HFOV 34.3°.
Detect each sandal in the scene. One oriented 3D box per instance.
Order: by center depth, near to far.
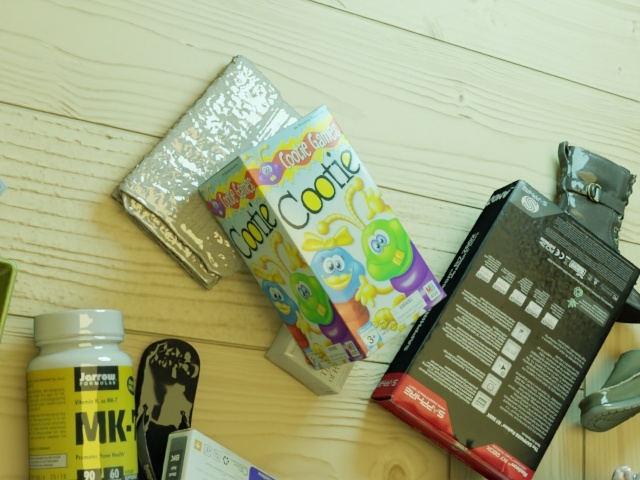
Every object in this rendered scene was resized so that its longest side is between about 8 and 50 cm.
[{"bbox_3d":[-0.187,0.242,1.230,0.097,0.054,0.254,6,77,-28],"label":"sandal"}]

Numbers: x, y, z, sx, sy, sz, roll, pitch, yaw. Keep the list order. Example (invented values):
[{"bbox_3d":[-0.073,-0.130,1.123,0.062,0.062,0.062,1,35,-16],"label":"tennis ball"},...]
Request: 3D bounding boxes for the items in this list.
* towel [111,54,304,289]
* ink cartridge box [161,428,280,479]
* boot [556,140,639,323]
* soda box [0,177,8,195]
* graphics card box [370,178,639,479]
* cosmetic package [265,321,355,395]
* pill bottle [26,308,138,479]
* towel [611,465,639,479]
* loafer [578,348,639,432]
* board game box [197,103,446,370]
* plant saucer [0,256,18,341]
[{"bbox_3d":[-0.119,-0.092,1.339,0.187,0.049,0.282,44,62,-16],"label":"towel"},{"bbox_3d":[-0.108,0.351,1.190,0.206,0.045,0.208,41,41,-40],"label":"ink cartridge box"},{"bbox_3d":[0.454,-0.012,1.623,0.263,0.091,0.229,31,67,-18],"label":"boot"},{"bbox_3d":[-0.429,-0.112,1.097,0.069,0.074,0.216,-60,138,-36],"label":"soda box"},{"bbox_3d":[0.261,0.128,1.441,0.233,0.094,0.371,35,74,-8],"label":"graphics card box"},{"bbox_3d":[0.029,0.079,1.382,0.099,0.060,0.239,37,65,-18],"label":"cosmetic package"},{"bbox_3d":[-0.267,0.186,1.160,0.119,0.119,0.208,0,80,-29],"label":"pill bottle"},{"bbox_3d":[0.414,0.481,1.411,0.053,0.317,0.332,4,74,16],"label":"towel"},{"bbox_3d":[0.474,0.222,1.600,0.251,0.094,0.087,-12,62,-40],"label":"loafer"},{"bbox_3d":[0.000,0.000,1.268,0.144,0.142,0.275,-35,94,-29],"label":"board game box"},{"bbox_3d":[-0.443,0.092,1.121,0.188,0.045,0.188,17,73,-26],"label":"plant saucer"}]
